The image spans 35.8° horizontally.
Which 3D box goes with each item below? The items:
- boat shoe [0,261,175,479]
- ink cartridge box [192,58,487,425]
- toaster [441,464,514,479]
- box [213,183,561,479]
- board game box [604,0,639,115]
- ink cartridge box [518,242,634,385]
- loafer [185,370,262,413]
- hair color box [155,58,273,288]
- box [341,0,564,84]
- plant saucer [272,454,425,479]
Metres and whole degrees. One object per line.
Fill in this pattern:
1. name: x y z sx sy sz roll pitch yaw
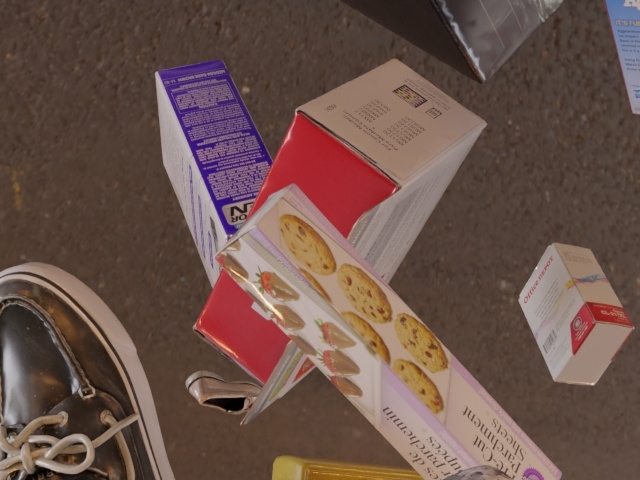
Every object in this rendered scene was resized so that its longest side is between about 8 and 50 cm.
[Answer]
1. boat shoe: -0.182 0.160 0.722 0.113 0.105 0.306 -21 86 16
2. ink cartridge box: 0.000 0.000 1.017 0.130 0.272 0.309 37 126 13
3. toaster: 0.076 0.238 0.637 0.129 0.146 0.227 43 153 14
4. box: 0.056 0.099 0.770 0.324 0.067 0.063 48 135 -8
5. board game box: 0.365 -0.149 0.789 0.281 0.027 0.145 16 144 45
6. ink cartridge box: 0.377 0.108 1.480 0.072 0.175 0.127 9 128 -18
7. loafer: -0.107 0.189 1.172 0.045 0.039 0.125 -45 139 17
8. hair color box: -0.129 -0.070 1.350 0.110 0.339 0.185 -13 140 -15
9. box: 0.153 -0.511 1.007 0.472 0.297 0.480 -48 139 -1
10. plant saucer: 0.071 0.520 1.730 0.332 0.333 0.081 5 139 -1
